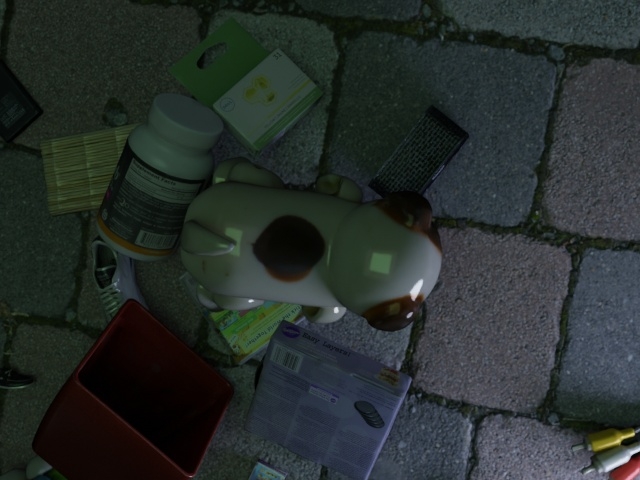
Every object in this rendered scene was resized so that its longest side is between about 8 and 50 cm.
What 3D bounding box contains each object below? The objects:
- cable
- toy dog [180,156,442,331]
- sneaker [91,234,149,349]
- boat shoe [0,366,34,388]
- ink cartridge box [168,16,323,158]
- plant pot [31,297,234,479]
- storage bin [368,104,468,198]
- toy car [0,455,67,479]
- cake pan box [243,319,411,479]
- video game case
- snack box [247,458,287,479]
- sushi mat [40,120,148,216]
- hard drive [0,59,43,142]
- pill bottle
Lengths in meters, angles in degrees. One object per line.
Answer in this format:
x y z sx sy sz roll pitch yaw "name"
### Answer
0.591 0.345 1.755 0.287 0.072 0.139 -33 93 9 "cable"
0.000 0.000 1.667 0.407 0.395 0.285 9 81 13 "toy dog"
-0.388 0.103 1.893 0.090 0.095 0.235 -14 92 8 "sneaker"
-0.621 0.266 1.965 0.125 0.046 0.038 2 98 17 "boat shoe"
-0.137 -0.288 1.821 0.235 0.056 0.171 45 74 3 "ink cartridge box"
-0.358 0.318 1.806 0.267 0.267 0.235 44 117 -10 "plant pot"
0.175 -0.141 1.773 0.084 0.122 0.180 40 98 6 "storage bin"
-0.548 0.505 1.917 0.182 0.136 0.159 -29 88 10 "toy car"
0.002 0.292 1.798 0.266 0.070 0.246 22 125 8 "cake pan box"
-0.122 0.088 1.883 0.227 0.026 0.206 -36 87 8 "video game case"
-0.128 0.510 1.906 0.064 0.022 0.178 26 97 8 "snack box"
-0.381 -0.143 1.917 0.316 0.019 0.152 -9 90 10 "sushi mat"
-0.616 -0.272 1.947 0.094 0.022 0.135 -39 86 9 "hard drive"
-0.285 -0.112 1.794 0.162 0.162 0.278 31 116 7 "pill bottle"
